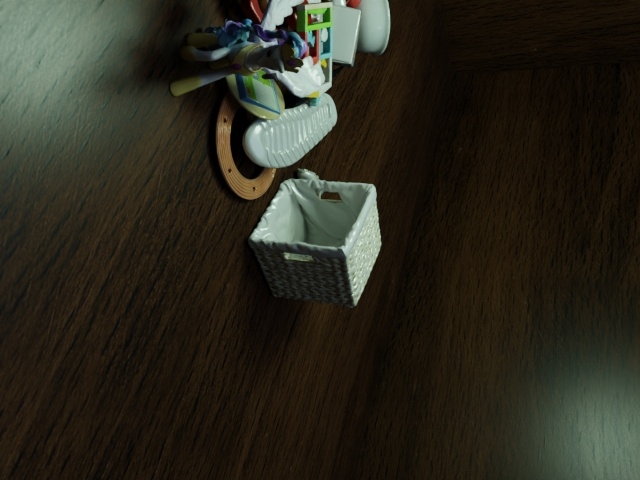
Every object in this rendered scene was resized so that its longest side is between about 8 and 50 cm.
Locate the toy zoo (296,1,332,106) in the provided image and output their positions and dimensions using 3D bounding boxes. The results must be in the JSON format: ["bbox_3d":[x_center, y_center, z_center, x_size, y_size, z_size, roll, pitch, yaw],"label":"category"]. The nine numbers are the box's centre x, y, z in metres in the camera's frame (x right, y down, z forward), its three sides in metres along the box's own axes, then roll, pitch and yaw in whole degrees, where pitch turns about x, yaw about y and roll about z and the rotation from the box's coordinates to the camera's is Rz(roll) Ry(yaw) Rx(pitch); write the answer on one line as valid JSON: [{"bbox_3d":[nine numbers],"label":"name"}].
[{"bbox_3d":[-0.016,-0.544,1.675,0.192,0.030,0.293,-43,139,-56],"label":"toy zoo"}]

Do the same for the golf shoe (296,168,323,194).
[{"bbox_3d":[-0.041,-0.187,2.016,0.176,0.069,0.086,49,55,-55],"label":"golf shoe"}]

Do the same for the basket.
[{"bbox_3d":[0.000,0.000,1.826,0.266,0.328,0.331,76,29,-41],"label":"basket"}]

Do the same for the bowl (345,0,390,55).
[{"bbox_3d":[0.145,-0.856,2.185,0.298,0.134,0.298,165,-90,-75],"label":"bowl"}]

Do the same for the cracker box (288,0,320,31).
[{"bbox_3d":[-0.069,-0.787,1.762,0.067,0.156,0.232,2,92,-41],"label":"cracker box"}]

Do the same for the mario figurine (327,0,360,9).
[{"bbox_3d":[0.014,-0.901,1.943,0.320,0.170,0.198,32,78,-41],"label":"mario figurine"}]

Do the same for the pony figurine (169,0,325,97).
[{"bbox_3d":[-0.149,-0.467,1.390,0.351,0.363,0.303,-57,141,-47],"label":"pony figurine"}]

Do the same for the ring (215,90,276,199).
[{"bbox_3d":[-0.216,-0.288,1.664,0.336,0.032,0.336,4,90,-66],"label":"ring"}]

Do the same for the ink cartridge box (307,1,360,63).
[{"bbox_3d":[0.041,-0.683,1.896,0.232,0.168,0.171,-71,172,-75],"label":"ink cartridge box"}]

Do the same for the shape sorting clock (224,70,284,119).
[{"bbox_3d":[-0.186,-0.427,1.600,0.206,0.040,0.206,32,42,-35],"label":"shape sorting clock"}]

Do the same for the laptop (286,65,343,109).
[{"bbox_3d":[-0.011,-0.446,1.958,0.136,0.264,0.234,49,35,-5],"label":"laptop"}]

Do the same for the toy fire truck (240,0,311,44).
[{"bbox_3d":[-0.155,-0.719,1.594,0.254,0.169,0.302,13,81,-56],"label":"toy fire truck"}]

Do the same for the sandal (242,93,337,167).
[{"bbox_3d":[-0.097,-0.332,1.747,0.416,0.102,0.169,-34,114,-42],"label":"sandal"}]
